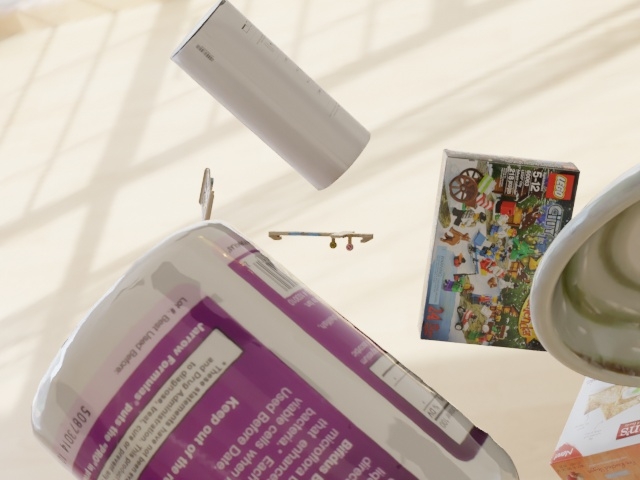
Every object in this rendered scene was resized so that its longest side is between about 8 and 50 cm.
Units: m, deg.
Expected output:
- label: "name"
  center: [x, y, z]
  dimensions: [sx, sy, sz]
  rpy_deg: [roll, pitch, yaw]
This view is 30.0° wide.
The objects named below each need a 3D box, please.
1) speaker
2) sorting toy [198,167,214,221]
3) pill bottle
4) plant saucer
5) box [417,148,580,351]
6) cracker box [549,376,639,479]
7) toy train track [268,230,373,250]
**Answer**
- label: "speaker"
  center: [-0.031, -0.095, 0.794]
  dimensions: [0.055, 0.136, 0.055]
  rpy_deg: [-45, 15, 16]
- label: "sorting toy"
  center: [-0.141, -0.040, 1.477]
  dimensions: [0.012, 0.083, 0.062]
  rpy_deg: [4, 34, -15]
- label: "pill bottle"
  center: [0.001, 0.140, 0.665]
  dimensions: [0.301, 0.169, 0.169]
  rpy_deg: [40, 64, 9]
- label: "plant saucer"
  center: [0.386, -0.002, 1.119]
  dimensions: [0.400, 0.400, 0.100]
  rpy_deg: [-15, 52, 8]
- label: "box"
  center: [0.211, 0.013, 1.439]
  dimensions: [0.159, 0.233, 0.044]
  rpy_deg: [6, 18, -2]
- label: "cracker box"
  center: [0.391, 0.202, 1.470]
  dimensions: [0.156, 0.067, 0.232]
  rpy_deg: [-25, 20, 41]
- label: "toy train track"
  center: [0.000, 0.000, 0.940]
  dimensions: [0.083, 0.014, 0.048]
  rpy_deg: [2, 5, 14]
